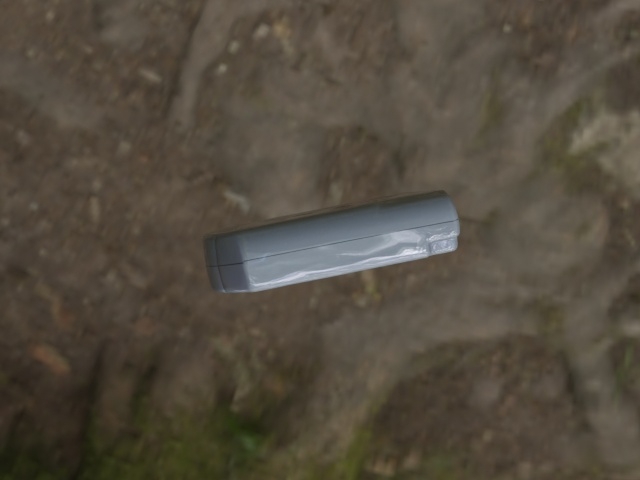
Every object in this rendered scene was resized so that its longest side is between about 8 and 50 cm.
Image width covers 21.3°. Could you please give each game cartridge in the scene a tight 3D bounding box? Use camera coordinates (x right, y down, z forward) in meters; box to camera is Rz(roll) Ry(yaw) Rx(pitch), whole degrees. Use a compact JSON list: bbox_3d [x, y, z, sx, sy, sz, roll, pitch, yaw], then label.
[{"bbox_3d":[0.000,0.000,1.433,0.198,0.297,0.062,-7,92,-4],"label":"game cartridge"}]
